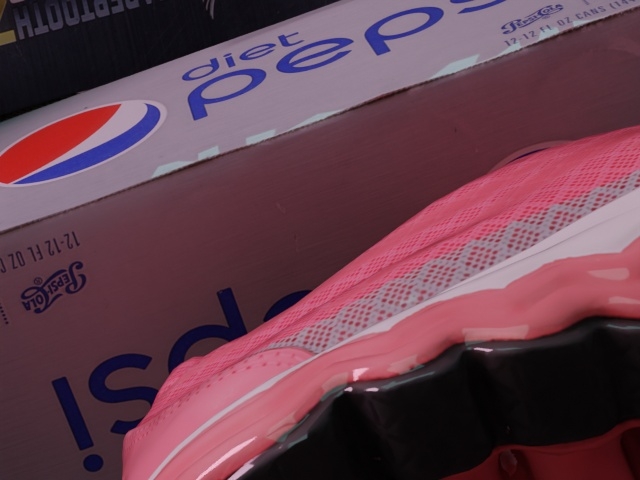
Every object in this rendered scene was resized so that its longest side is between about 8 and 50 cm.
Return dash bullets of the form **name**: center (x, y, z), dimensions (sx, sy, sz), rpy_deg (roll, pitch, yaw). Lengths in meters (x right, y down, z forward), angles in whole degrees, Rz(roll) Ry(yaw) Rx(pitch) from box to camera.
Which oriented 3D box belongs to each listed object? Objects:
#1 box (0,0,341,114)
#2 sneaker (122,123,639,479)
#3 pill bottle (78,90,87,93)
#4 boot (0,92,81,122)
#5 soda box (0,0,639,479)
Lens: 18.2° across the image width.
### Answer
- **box**: center (-0.136, -0.070, 0.612), dimensions (0.232, 0.059, 0.183), rpy_deg (-20, 17, -32)
- **sneaker**: center (0.094, 0.001, 0.411), dimensions (0.313, 0.116, 0.136), rpy_deg (-22, 20, -7)
- **pill bottle**: center (-0.081, -0.167, 0.942), dimensions (0.131, 0.131, 0.229), rpy_deg (1, 29, 42)
- **boot**: center (-0.182, 0.016, 0.637), dimensions (0.262, 0.095, 0.203), rpy_deg (-26, 22, -37)
- **soda box**: center (0.000, 0.000, 0.515), dimensions (0.286, 0.098, 0.091), rpy_deg (-20, 23, -2)
